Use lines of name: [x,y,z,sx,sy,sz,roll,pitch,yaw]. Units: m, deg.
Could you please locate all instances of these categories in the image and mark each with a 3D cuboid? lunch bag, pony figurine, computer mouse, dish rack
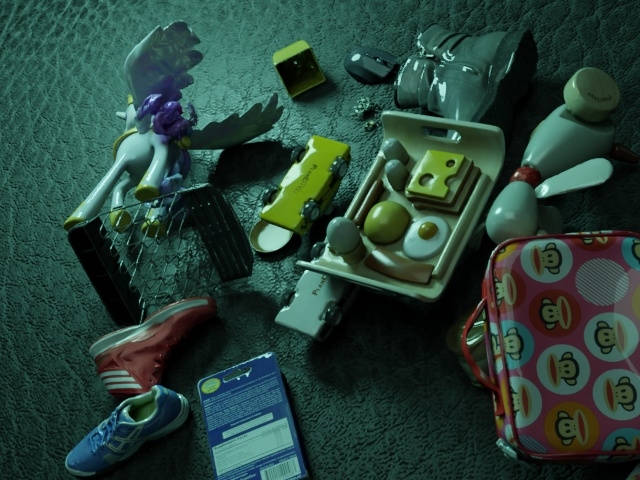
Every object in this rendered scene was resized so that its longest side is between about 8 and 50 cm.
lunch bag: [0.310,0.138,1.180,0.258,0.120,0.293,-3,73,2]
pony figurine: [-0.286,-0.186,1.681,0.350,0.303,0.364,-20,45,33]
computer mouse: [0.143,-0.324,1.743,0.242,0.041,0.071,18,62,33]
dish rack: [-0.254,0.022,1.534,0.271,0.208,0.074,-14,28,17]

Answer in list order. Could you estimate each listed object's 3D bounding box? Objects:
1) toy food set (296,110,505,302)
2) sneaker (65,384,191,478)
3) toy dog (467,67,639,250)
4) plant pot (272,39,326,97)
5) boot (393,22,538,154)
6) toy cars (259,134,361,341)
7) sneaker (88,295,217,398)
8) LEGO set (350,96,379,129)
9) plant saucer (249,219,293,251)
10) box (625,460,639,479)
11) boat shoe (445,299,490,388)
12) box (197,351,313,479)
toy food set: [0.121,-0.060,1.389,0.219,0.092,0.306,14,65,35]
sneaker: [-0.308,0.289,1.432,0.211,0.081,0.080,-34,50,-2]
toy dog: [0.373,-0.093,1.386,0.161,0.220,0.334,33,77,5]
plant pot: [-0.048,-0.346,1.821,0.081,0.082,0.083,-25,36,4]
boot: [0.218,-0.226,1.592,0.222,0.118,0.338,11,60,36]
toy cars: [0.000,0.000,1.526,0.176,0.087,0.394,-18,53,9]
sneaker: [-0.254,0.187,1.510,0.221,0.087,0.128,-26,69,-4]
LEGO set: [0.084,-0.242,1.715,0.054,0.023,0.083,-36,48,-6]
plant saucer: [-0.082,-0.010,1.611,0.083,0.015,0.083,-12,51,15]
box: [0.414,0.370,1.081,0.186,0.038,0.145,31,70,37]
boat shoe: [0.307,0.094,1.325,0.285,0.089,0.104,-35,22,-9]
box: [-0.101,0.283,1.375,0.136,0.036,0.225,-23,50,5]
